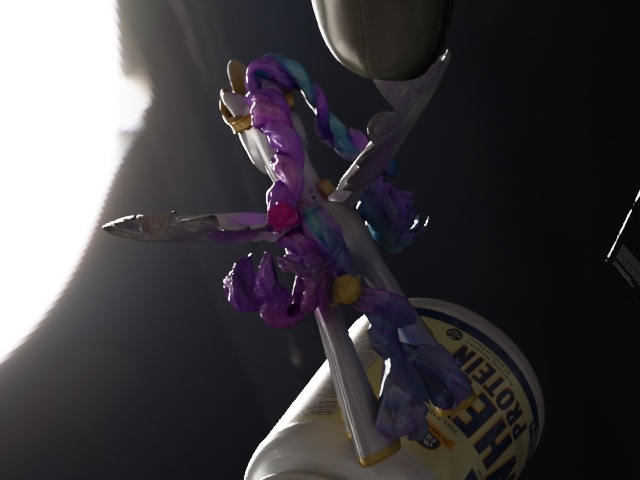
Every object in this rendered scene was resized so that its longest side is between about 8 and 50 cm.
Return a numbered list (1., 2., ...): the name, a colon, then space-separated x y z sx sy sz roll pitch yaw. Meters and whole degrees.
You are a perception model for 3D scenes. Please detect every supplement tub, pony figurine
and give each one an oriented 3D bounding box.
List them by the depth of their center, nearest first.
1. pony figurine: 0.000 0.000 1.470 0.351 0.303 0.363 -160 -135 -88
2. supplement tub: 0.067 0.233 1.760 0.235 0.325 0.235 16 -51 21

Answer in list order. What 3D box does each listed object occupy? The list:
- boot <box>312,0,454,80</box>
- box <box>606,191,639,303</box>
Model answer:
1. boot: -0.012 -0.185 0.820 0.083 0.161 0.246 2 -74 30
2. box: 0.382 -0.049 1.442 0.103 0.261 0.184 54 -17 16
